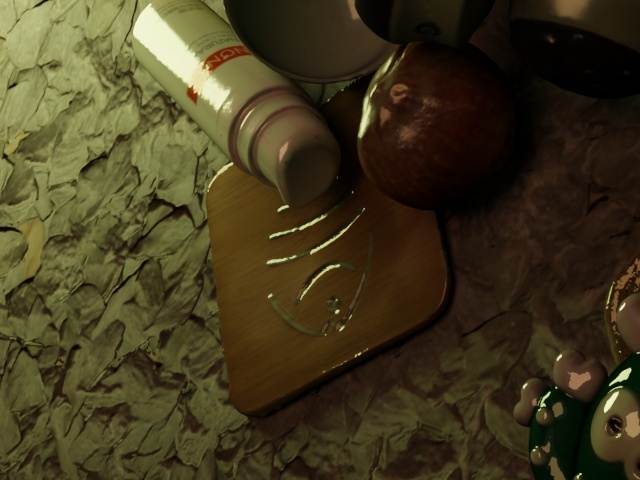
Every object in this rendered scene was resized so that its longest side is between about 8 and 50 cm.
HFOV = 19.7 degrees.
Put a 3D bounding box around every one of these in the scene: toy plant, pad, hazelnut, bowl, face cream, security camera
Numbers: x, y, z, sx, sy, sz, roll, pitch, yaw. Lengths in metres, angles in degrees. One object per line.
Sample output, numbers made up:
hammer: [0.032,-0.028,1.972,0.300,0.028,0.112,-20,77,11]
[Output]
toy plant: [0.258,0.161,1.383,0.243,0.112,0.232,-43,62,31]
pad: [0.000,0.000,1.781,0.286,0.018,0.284,-32,53,34]
hazelnut: [0.101,-0.104,1.632,0.143,0.143,0.154,37,98,47]
bowl: [-0.003,-0.220,1.800,0.086,0.189,0.189,104,168,-68]
face cream: [-0.083,-0.143,1.842,0.102,0.102,0.345,-59,38,11]
security camera: [0.184,-0.225,1.529,0.277,0.197,0.191,19,80,8]

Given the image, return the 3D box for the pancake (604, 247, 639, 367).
pancake: [0.286,0.053,1.461,0.152,0.025,0.151,-19,62,39]
